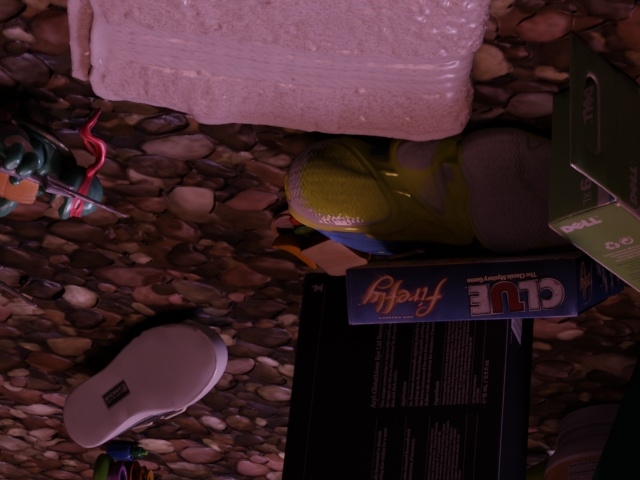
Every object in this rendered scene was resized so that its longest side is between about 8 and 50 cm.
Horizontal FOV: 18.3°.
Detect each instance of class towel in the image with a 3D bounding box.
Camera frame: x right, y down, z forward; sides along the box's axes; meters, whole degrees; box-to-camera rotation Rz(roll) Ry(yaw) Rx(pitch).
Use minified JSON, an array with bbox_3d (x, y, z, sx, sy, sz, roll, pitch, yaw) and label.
[{"bbox_3d":[-0.031,-0.139,1.326,0.282,0.049,0.187,6,153,0],"label":"towel"}]

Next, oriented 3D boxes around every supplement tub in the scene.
[{"bbox_3d":[0.279,0.267,1.856,0.144,0.199,0.144,5,151,3],"label":"supplement tub"}]

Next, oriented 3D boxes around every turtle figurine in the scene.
[{"bbox_3d":[-0.249,-0.048,1.469,0.234,0.118,0.175,23,136,2],"label":"turtle figurine"}]

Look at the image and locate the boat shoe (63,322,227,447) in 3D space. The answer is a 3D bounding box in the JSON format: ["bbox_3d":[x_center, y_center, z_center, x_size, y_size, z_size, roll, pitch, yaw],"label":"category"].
[{"bbox_3d":[-0.150,0.126,1.829,0.219,0.078,0.070,-28,171,42],"label":"boat shoe"}]

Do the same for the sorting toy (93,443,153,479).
[{"bbox_3d":[-0.199,0.240,2.052,0.042,0.061,0.102,-2,174,14],"label":"sorting toy"}]

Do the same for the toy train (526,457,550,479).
[{"bbox_3d":[0.176,0.253,1.968,0.143,0.105,0.248,-22,142,25],"label":"toy train"}]

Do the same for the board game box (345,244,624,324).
[{"bbox_3d":[0.129,0.030,1.488,0.165,0.042,0.243,-3,-178,17],"label":"board game box"}]

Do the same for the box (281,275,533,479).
[{"bbox_3d":[0.072,0.159,1.632,0.184,0.261,0.103,-2,151,17],"label":"box"}]

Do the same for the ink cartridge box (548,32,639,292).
[{"bbox_3d":[0.212,-0.043,1.389,0.062,0.109,0.209,-19,143,38],"label":"ink cartridge box"}]

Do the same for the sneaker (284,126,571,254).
[{"bbox_3d":[0.092,-0.033,1.483,0.240,0.091,0.126,7,170,-2],"label":"sneaker"}]

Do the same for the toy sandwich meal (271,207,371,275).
[{"bbox_3d":[0.000,0.000,1.596,0.085,0.029,0.085,5,152,3],"label":"toy sandwich meal"}]

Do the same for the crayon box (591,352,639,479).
[{"bbox_3d":[0.384,0.300,1.742,0.363,0.313,0.106,29,166,-29],"label":"crayon box"}]
